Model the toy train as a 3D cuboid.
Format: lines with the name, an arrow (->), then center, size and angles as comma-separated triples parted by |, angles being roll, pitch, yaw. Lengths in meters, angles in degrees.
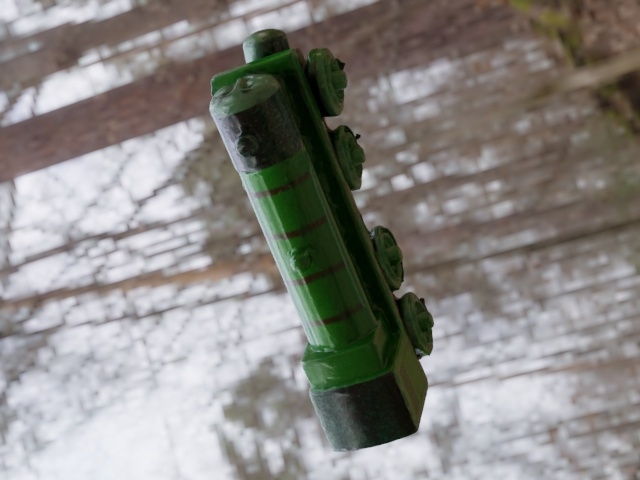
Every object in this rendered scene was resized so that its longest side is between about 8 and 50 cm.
toy train -> 0.000, 0.000, 1.132 | 0.119, 0.085, 0.251 | -68, -42, -64
